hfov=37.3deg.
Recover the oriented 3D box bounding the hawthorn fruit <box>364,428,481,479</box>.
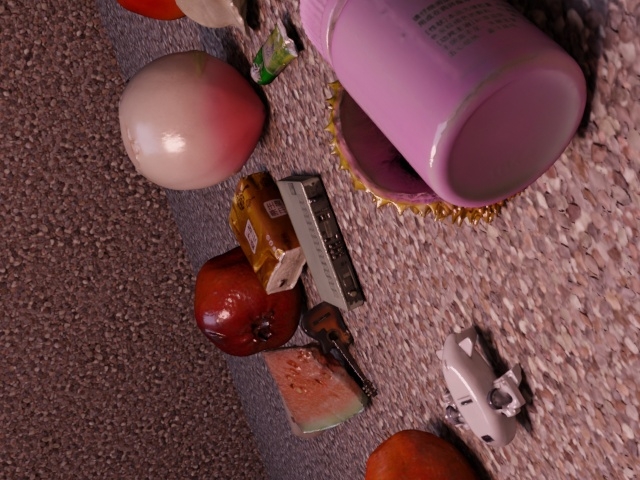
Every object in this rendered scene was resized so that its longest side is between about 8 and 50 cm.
[{"bbox_3d":[0.167,0.425,1.661,0.299,0.211,0.211,-117,12,-54],"label":"hawthorn fruit"}]

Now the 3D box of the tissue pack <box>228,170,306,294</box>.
[{"bbox_3d":[-0.117,-0.016,2.137,0.226,0.092,0.183,62,154,27],"label":"tissue pack"}]

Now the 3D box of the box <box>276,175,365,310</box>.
[{"bbox_3d":[0.000,0.000,1.877,0.270,0.045,0.211,69,165,-9],"label":"box"}]

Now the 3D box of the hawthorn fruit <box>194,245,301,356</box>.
[{"bbox_3d":[-0.184,0.135,2.312,0.307,0.265,0.265,-132,24,-56],"label":"hawthorn fruit"}]

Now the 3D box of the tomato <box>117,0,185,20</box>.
[{"bbox_3d":[-0.353,-0.575,1.979,0.260,0.180,0.260,47,150,39],"label":"tomato"}]

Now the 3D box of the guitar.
[{"bbox_3d":[0.049,0.236,2.025,0.233,0.088,0.025,54,162,10],"label":"guitar"}]

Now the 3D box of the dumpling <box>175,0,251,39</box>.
[{"bbox_3d":[-0.184,-0.440,1.723,0.166,0.126,0.216,45,156,16],"label":"dumpling"}]

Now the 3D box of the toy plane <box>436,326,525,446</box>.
[{"bbox_3d":[0.227,0.210,1.350,0.174,0.080,0.174,30,130,44],"label":"toy plane"}]

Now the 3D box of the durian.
[{"bbox_3d":[0.102,-0.115,1.174,0.154,0.186,0.261,106,152,-57],"label":"durian"}]

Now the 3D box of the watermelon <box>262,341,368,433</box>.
[{"bbox_3d":[-0.023,0.296,2.113,0.257,0.193,0.140,50,-155,-31],"label":"watermelon"}]

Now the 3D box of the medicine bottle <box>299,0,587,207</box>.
[{"bbox_3d":[0.114,-0.186,0.962,0.291,0.178,0.178,55,161,39],"label":"medicine bottle"}]

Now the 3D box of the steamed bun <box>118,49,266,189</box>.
[{"bbox_3d":[-0.240,-0.250,1.960,0.309,0.309,0.309,58,163,30],"label":"steamed bun"}]

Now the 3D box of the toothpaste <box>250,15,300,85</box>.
[{"bbox_3d":[-0.084,-0.325,1.687,0.078,0.046,0.248,65,163,-1],"label":"toothpaste"}]

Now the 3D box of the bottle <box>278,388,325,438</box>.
[{"bbox_3d":[-0.053,0.407,2.531,0.110,0.110,0.233,39,149,60],"label":"bottle"}]
